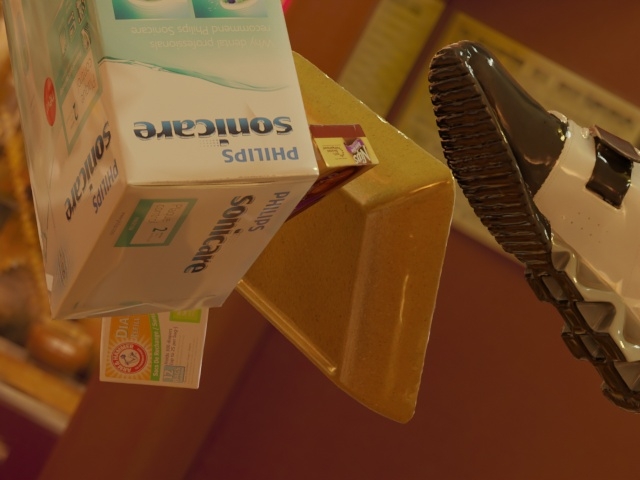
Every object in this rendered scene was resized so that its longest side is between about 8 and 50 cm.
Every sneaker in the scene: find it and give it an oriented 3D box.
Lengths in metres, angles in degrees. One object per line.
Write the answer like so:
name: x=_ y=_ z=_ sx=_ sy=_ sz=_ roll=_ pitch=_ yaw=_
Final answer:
sneaker: x=0.211 y=-0.037 z=1.478 sx=0.330 sy=0.146 sz=0.122 roll=56 pitch=-14 yaw=-14

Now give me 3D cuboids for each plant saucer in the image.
plant saucer: x=0.000 y=0.000 z=2.112 sx=0.081 sy=0.333 sz=0.333 roll=-13 pitch=37 yaw=-32

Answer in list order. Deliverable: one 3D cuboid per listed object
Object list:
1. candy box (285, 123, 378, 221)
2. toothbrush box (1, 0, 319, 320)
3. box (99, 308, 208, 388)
candy box: x=-0.047 y=-0.053 z=1.875 sx=0.109 sy=0.187 sz=0.053 roll=-6 pitch=67 yaw=-60
toothbrush box: x=-0.116 y=-0.124 z=1.198 sx=0.126 sy=0.295 sz=0.216 roll=-5 pitch=-21 yaw=-22
box: x=-0.177 y=0.048 z=2.029 sx=0.114 sy=0.203 sz=0.103 roll=5 pitch=24 yaw=-8
